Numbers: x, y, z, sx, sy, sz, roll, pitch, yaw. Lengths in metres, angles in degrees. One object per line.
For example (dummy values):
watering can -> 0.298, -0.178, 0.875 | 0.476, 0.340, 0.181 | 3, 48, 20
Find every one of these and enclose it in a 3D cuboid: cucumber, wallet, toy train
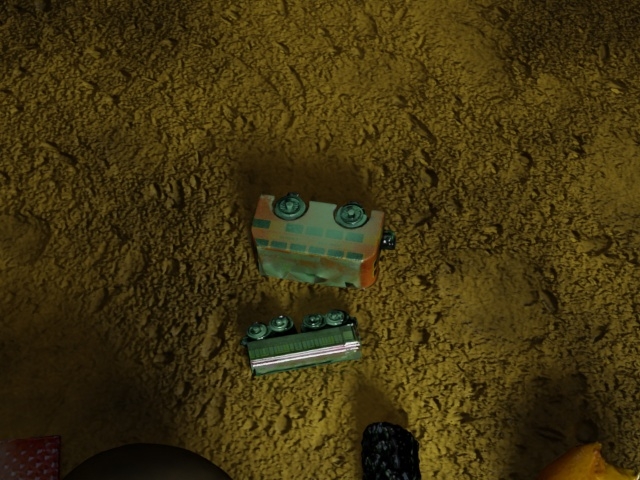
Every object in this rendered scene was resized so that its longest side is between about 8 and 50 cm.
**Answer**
cucumber -> 0.088, 0.338, 1.703 | 0.072, 0.072, 0.300 | -4, 52, -2
wallet -> -0.347, 0.311, 1.764 | 0.103, 0.020, 0.196 | -3, 52, -1
toy train -> 0.000, 0.000, 1.975 | 0.188, 0.072, 0.099 | 9, 51, 8
toy train -> -0.024, 0.123, 1.898 | 0.148, 0.038, 0.071 | -9, 51, -5

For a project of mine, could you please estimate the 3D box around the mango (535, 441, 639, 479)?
mango -> 0.286, 0.348, 1.660 | 0.154, 0.126, 0.252 | 9, 58, -6

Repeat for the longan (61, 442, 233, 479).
longan -> -0.171, 0.334, 1.597 | 0.258, 0.258, 0.258 | 0, 51, 1
